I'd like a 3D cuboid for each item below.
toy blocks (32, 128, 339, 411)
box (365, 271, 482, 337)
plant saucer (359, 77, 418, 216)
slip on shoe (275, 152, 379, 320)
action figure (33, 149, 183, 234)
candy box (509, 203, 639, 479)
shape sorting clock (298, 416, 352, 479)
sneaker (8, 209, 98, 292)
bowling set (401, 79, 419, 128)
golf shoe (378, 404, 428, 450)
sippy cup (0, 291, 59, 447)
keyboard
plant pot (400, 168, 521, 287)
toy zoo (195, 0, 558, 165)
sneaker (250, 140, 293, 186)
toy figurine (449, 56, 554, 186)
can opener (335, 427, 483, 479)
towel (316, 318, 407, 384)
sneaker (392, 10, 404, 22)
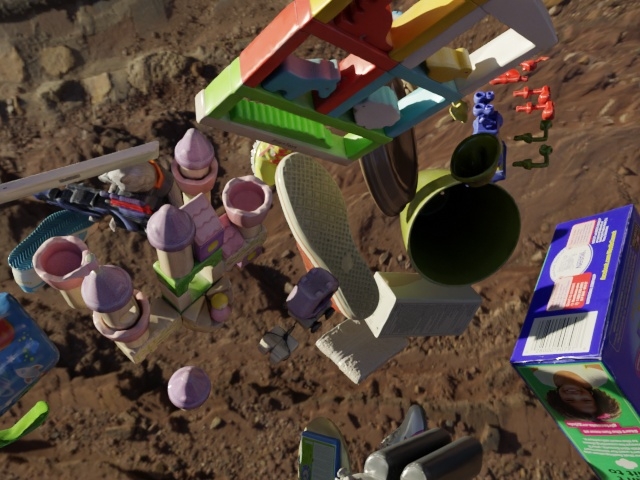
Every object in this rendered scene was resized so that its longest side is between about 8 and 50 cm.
[{"bbox_3d":[-0.155,0.026,0.681,0.309,0.288,0.260,41,151,13],"label":"toy blocks"},{"bbox_3d":[0.285,0.182,1.529,0.311,0.121,0.148,5,122,-29],"label":"box"},{"bbox_3d":[0.114,-0.178,0.897,0.041,0.278,0.278,-8,101,24],"label":"plant saucer"},{"bbox_3d":[0.000,0.000,0.978,0.101,0.123,0.331,1,124,51],"label":"slip on shoe"},{"bbox_3d":[-0.411,-0.102,1.151,0.341,0.330,0.179,17,73,-7],"label":"action figure"},{"bbox_3d":[0.418,0.161,0.732,0.317,0.268,0.122,49,143,-17],"label":"candy box"},{"bbox_3d":[0.008,0.449,1.044,0.040,0.206,0.206,11,111,-27],"label":"shape sorting clock"},{"bbox_3d":[-0.566,0.014,1.160,0.087,0.229,0.092,23,132,10],"label":"sneaker"},{"bbox_3d":[0.235,-0.406,1.463,0.200,0.287,0.154,-38,121,6],"label":"bowling set"},{"bbox_3d":[0.168,0.430,1.126,0.086,0.067,0.186,16,94,-9],"label":"golf shoe"},{"bbox_3d":[-0.606,0.218,0.957,0.240,0.224,0.305,43,151,15],"label":"sippy cup"},{"bbox_3d":[-0.348,-0.090,0.745,0.256,0.072,0.014,-21,94,-19],"label":"keyboard"},{"bbox_3d":[0.311,-0.071,1.375,0.274,0.293,0.275,-4,115,-8],"label":"plant pot"},{"bbox_3d":[0.055,-0.151,0.445,0.293,0.192,0.030,-26,65,43],"label":"toy zoo"},{"bbox_3d":[-0.082,-0.211,1.177,0.094,0.081,0.208,28,104,39],"label":"sneaker"},{"bbox_3d":[0.371,-0.183,1.103,0.191,0.362,0.217,-2,139,19],"label":"toy figurine"},{"bbox_3d":[0.074,0.239,0.506,0.074,0.280,0.093,6,92,35],"label":"can opener"},{"bbox_3d":[0.140,0.328,1.726,0.187,0.282,0.049,40,130,23],"label":"towel"},{"bbox_3d":[0.135,-0.520,1.321,0.190,0.083,0.071,18,139,18],"label":"sneaker"}]
